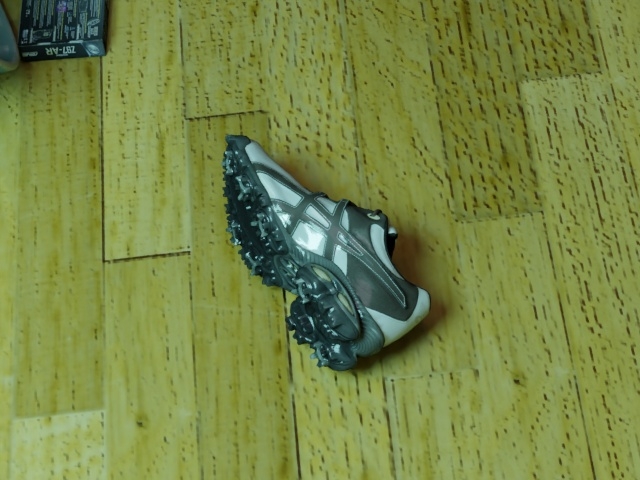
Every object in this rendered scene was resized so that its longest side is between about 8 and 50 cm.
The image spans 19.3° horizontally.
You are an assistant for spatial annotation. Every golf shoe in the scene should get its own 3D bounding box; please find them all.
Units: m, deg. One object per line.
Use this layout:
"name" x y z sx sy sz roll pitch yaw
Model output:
"golf shoe" 0.000 0.000 1.287 0.094 0.077 0.198 -19 59 -23

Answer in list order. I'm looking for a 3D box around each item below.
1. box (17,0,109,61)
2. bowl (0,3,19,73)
"box" -0.199 -0.178 1.471 0.067 0.018 0.083 -5 52 2
"bowl" -0.369 -0.214 1.357 0.163 0.311 0.311 -32 54 4
